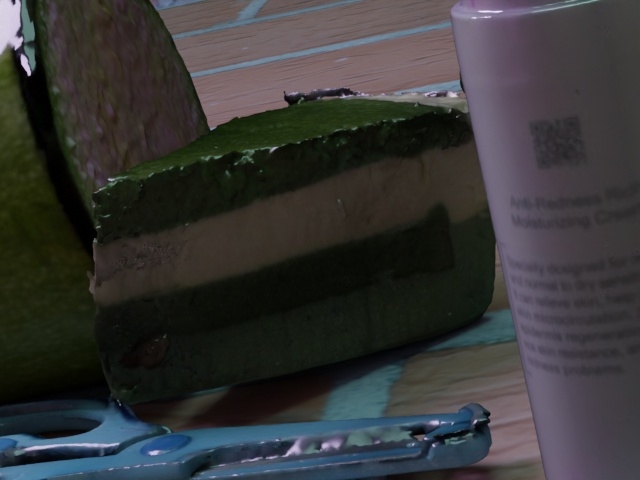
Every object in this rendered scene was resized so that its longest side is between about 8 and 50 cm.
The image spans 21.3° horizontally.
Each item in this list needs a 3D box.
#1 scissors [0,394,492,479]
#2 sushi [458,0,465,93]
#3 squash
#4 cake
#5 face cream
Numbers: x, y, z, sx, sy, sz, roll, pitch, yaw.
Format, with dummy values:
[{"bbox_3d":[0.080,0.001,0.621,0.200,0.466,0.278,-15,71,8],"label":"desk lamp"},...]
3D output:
[{"bbox_3d":[-0.087,0.124,0.960,0.393,0.032,0.180,-7,16,24],"label":"scissors"},{"bbox_3d":[0.277,-0.122,1.260,0.294,0.178,0.352,-15,12,-17],"label":"sushi"},{"bbox_3d":[-0.252,-0.020,1.179,0.309,0.310,0.310,-18,14,16],"label":"squash"},{"bbox_3d":[-0.004,0.001,1.047,0.172,0.158,0.283,-1,12,25],"label":"cake"},{"bbox_3d":[0.120,-0.025,0.732,0.102,0.345,0.102,-11,16,3],"label":"face cream"}]
